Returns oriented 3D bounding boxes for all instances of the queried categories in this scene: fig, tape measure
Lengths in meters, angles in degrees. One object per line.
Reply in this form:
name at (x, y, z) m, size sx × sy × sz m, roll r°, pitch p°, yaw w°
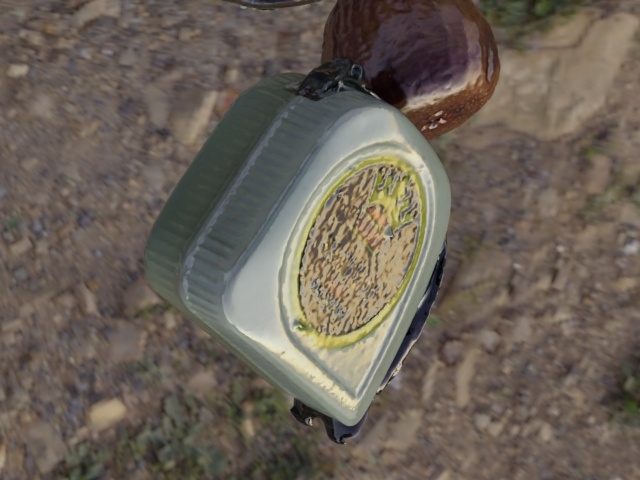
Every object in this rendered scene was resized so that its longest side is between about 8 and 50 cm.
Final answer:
fig at (0.055, -0.174, 1.135) m, size 0.133 × 0.146 × 0.201 m, roll -9°, pitch 84°, yaw -11°
tape measure at (0.000, 0.000, 1.041) m, size 0.207 × 0.115 × 0.235 m, roll -60°, pitch 143°, yaw -12°

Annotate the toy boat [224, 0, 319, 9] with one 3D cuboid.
toy boat at (0.004, -0.150, 0.748) m, size 0.140 × 0.066 × 0.059 m, roll -24°, pitch 113°, yaw 10°
